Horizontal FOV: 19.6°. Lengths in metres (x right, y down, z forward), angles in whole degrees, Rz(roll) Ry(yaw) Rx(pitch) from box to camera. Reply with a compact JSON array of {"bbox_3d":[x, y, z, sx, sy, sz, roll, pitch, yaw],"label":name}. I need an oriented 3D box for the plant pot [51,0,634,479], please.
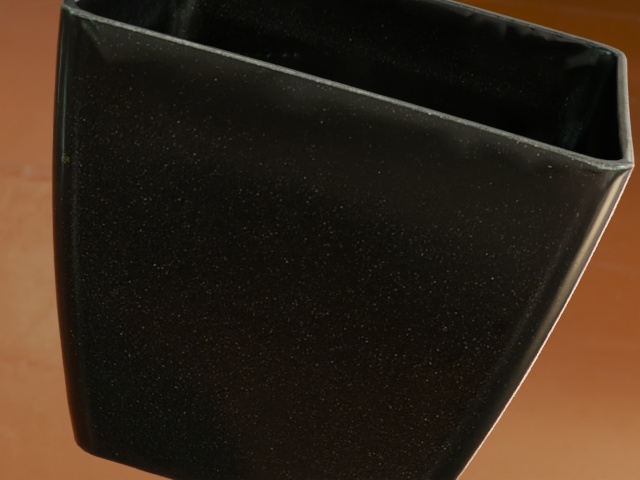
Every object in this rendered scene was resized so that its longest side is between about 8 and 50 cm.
[{"bbox_3d":[0.000,0.000,0.683,0.187,0.167,0.188,16,18,3],"label":"plant pot"}]
